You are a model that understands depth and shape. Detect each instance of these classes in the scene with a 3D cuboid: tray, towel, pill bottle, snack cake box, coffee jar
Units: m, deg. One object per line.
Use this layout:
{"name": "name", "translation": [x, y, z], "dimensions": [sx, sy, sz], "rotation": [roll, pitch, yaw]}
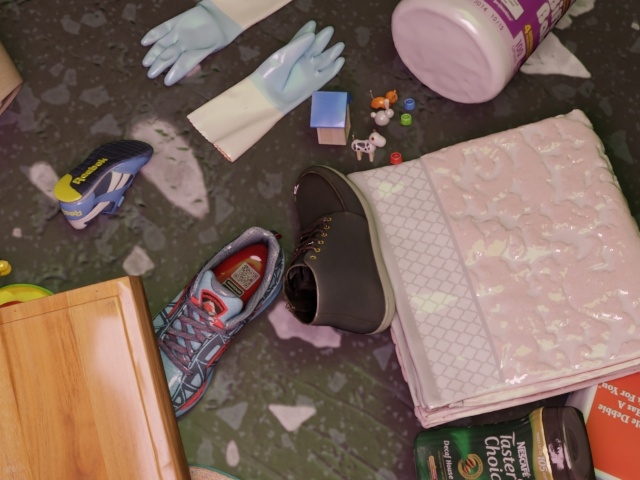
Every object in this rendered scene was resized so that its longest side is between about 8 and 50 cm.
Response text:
{"name": "tray", "translation": [-0.226, 0.257, 1.132], "dimensions": [0.202, 0.076, 0.411], "rotation": [-14, 88, 2]}
{"name": "towel", "translation": [0.218, 0.021, 1.357], "dimensions": [0.316, 0.053, 0.332], "rotation": [-15, 63, -5]}
{"name": "pill bottle", "translation": [0.236, -0.328, 1.491], "dimensions": [0.169, 0.169, 0.301], "rotation": [38, 67, 5]}
{"name": "snack cake box", "translation": [0.404, 0.246, 1.339], "dimensions": [0.264, 0.089, 0.152], "rotation": [24, 68, -1]}
{"name": "coffee jar", "translation": [0.197, 0.235, 1.259], "dimensions": [0.184, 0.079, 0.096], "rotation": [-16, 70, 22]}

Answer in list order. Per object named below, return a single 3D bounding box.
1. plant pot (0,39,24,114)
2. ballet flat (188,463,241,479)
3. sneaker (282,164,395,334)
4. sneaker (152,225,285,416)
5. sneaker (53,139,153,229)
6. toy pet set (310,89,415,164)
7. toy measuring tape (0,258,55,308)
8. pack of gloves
{"name": "plant pot", "translation": [-0.471, -0.217, 1.287], "dimensions": [0.274, 0.256, 0.256], "rotation": [42, 66, -11]}
{"name": "ballet flat", "translation": [-0.040, 0.343, 1.192], "dimensions": [0.316, 0.108, 0.106], "rotation": [32, 37, 4]}
{"name": "sneaker", "translation": [0.000, 0.000, 1.324], "dimensions": [0.118, 0.083, 0.222], "rotation": [9, 48, -44]}
{"name": "sneaker", "translation": [-0.132, 0.080, 1.278], "dimensions": [0.104, 0.125, 0.262], "rotation": [35, 66, 4]}
{"name": "sneaker", "translation": [-0.247, -0.067, 1.359], "dimensions": [0.053, 0.059, 0.144], "rotation": [20, 44, 31]}
{"name": "toy pet set", "translation": [0.051, -0.157, 1.425], "dimensions": [0.114, 0.065, 0.122], "rotation": [3, 43, 11]}
{"name": "toy measuring tape", "translation": [-0.285, 0.160, 1.231], "dimensions": [0.121, 0.121, 0.330], "rotation": [-22, 83, -19]}
{"name": "pack of gloves", "translation": [-0.093, -0.239, 1.459], "dimensions": [0.195, 0.046, 0.232], "rotation": [45, 67, 7]}
